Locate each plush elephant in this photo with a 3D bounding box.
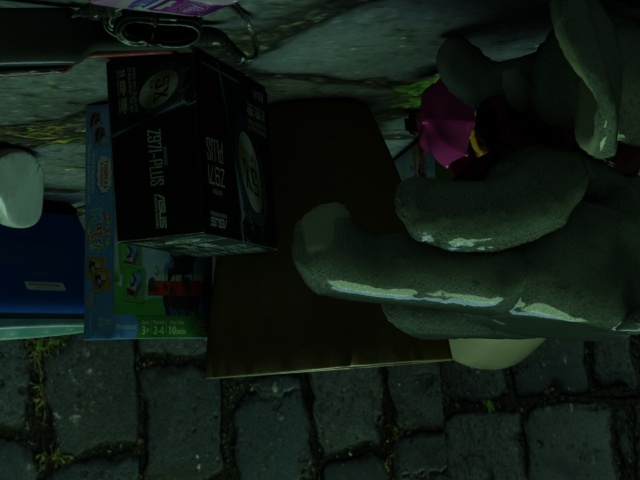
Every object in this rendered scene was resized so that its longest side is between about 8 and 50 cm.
[{"bbox_3d":[0.167,-0.062,1.013,0.330,0.255,0.272,1,168,29],"label":"plush elephant"}]

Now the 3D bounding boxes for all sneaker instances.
[{"bbox_3d":[-0.362,-0.065,1.387,0.094,0.080,0.212,6,171,21],"label":"sneaker"}]

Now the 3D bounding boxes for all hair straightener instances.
[{"bbox_3d":[-0.142,-0.135,0.915,0.230,0.047,0.089,-1,174,-27],"label":"hair straightener"}]

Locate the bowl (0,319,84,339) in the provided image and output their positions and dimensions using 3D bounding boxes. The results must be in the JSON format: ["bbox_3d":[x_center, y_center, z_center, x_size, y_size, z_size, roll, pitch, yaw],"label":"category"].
[{"bbox_3d":[-0.490,0.062,2.017,0.311,0.163,0.311,-5,175,0],"label":"bowl"}]

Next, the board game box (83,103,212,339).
[{"bbox_3d":[-0.159,-0.013,1.279,0.039,0.211,0.160,-3,176,29],"label":"board game box"}]

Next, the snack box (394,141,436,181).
[{"bbox_3d":[0.183,-0.077,1.596,0.174,0.070,0.207,-4,176,-8],"label":"snack box"}]

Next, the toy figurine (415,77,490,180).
[{"bbox_3d":[0.157,-0.104,1.221,0.173,0.130,0.159,-29,157,16],"label":"toy figurine"}]

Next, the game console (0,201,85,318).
[{"bbox_3d":[-0.442,0.026,1.729,0.173,0.250,0.293,-36,160,23],"label":"game console"}]

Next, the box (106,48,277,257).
[{"bbox_3d":[-0.102,-0.066,1.128,0.077,0.147,0.180,-5,173,16],"label":"box"}]

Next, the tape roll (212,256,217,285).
[{"bbox_3d":[-0.113,-0.014,1.515,0.246,0.169,0.246,-5,174,-1],"label":"tape roll"}]

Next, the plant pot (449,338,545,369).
[{"bbox_3d":[0.282,0.012,1.854,0.256,0.256,0.274,-1,157,-30],"label":"plant pot"}]

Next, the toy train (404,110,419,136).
[{"bbox_3d":[0.162,-0.123,1.347,0.158,0.027,0.036,-6,177,17],"label":"toy train"}]

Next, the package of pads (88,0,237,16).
[{"bbox_3d":[-0.095,-0.156,0.819,0.083,0.032,0.050,1,175,-39],"label":"package of pads"}]

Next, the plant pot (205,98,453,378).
[{"bbox_3d":[0.000,0.000,1.314,0.237,0.254,0.237,-4,173,0],"label":"plant pot"}]
